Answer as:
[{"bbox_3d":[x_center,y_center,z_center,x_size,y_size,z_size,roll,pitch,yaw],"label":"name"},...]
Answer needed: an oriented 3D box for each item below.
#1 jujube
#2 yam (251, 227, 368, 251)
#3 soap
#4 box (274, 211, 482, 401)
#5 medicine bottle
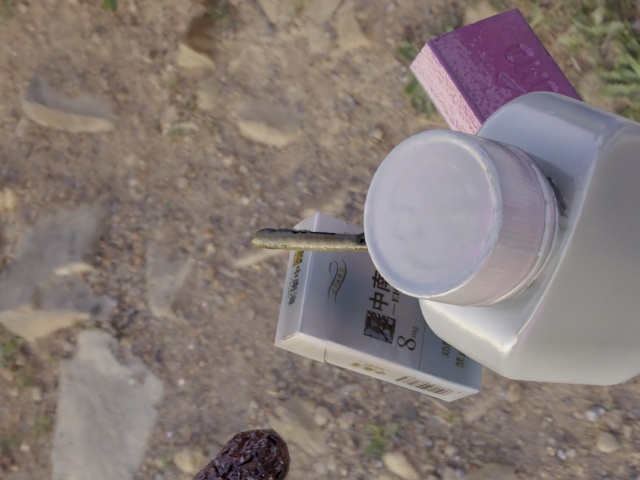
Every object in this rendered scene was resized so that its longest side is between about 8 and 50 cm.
[{"bbox_3d":[-0.115,0.322,1.615,0.166,0.104,0.104,-30,51,-25],"label":"jujube"},{"bbox_3d":[0.000,0.000,0.736,0.107,0.014,0.014,2,77,37],"label":"yam"},{"bbox_3d":[0.265,-0.186,1.648,0.259,0.181,0.081,60,150,13],"label":"soap"},{"bbox_3d":[0.076,0.079,1.371,0.067,0.243,0.155,-34,41,55],"label":"box"},{"bbox_3d":[0.100,0.000,0.509,0.069,0.183,0.119,32,105,38],"label":"medicine bottle"}]
